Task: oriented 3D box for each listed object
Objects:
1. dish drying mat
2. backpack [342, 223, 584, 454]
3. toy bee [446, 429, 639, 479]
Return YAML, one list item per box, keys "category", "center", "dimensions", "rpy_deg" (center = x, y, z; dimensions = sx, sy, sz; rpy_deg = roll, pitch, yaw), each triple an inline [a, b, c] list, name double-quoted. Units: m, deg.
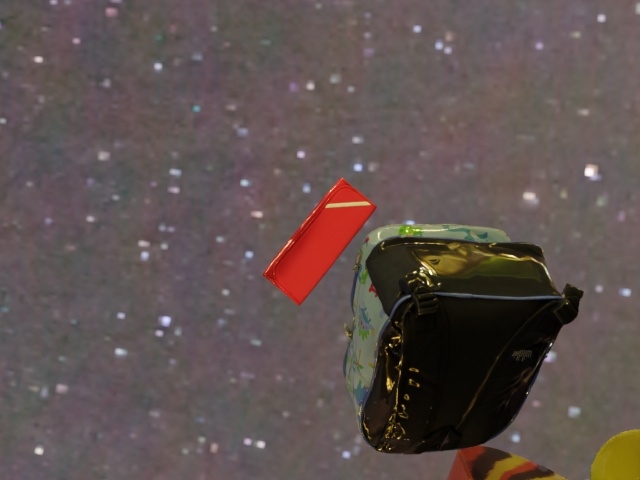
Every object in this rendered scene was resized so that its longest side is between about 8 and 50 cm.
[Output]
- category: "dish drying mat"
  center: [0.000, 0.000, 0.929]
  dimensions: [0.032, 0.008, 0.083]
  rpy_deg: [41, -107, -7]
- category: "backpack"
  center: [0.063, 0.049, 0.748]
  dimensions: [0.084, 0.105, 0.114]
  rpy_deg: [-110, 27, -49]
- category: "toy bee"
  center: [0.131, 0.207, 0.682]
  dimensions: [0.298, 0.162, 0.195]
  rpy_deg: [-75, 4, -52]
